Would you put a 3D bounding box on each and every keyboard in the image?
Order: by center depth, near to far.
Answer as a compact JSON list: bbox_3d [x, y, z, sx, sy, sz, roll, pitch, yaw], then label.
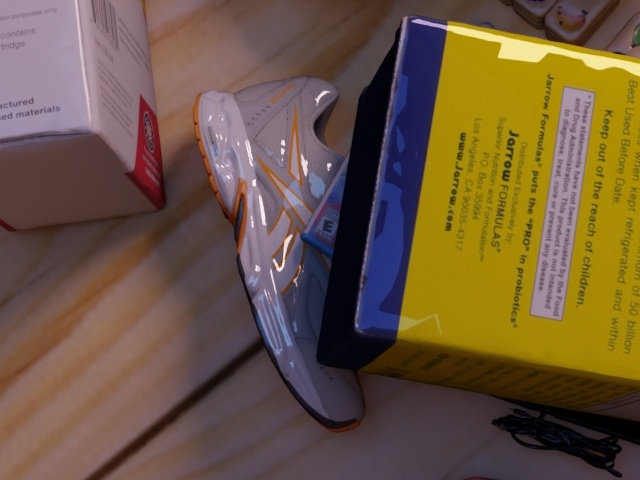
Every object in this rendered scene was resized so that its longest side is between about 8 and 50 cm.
[{"bbox_3d":[0.160,0.105,1.211,0.192,0.038,0.100,18,59,13],"label":"keyboard"}]

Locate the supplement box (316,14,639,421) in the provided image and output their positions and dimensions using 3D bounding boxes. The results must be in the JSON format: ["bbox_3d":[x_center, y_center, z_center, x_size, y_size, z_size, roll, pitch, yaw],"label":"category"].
[{"bbox_3d":[0.195,0.006,1.092,0.357,0.194,0.195,11,80,-5],"label":"supplement box"}]

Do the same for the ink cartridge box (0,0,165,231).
[{"bbox_3d":[-0.202,-0.180,1.219,0.131,0.226,0.306,-10,76,5],"label":"ink cartridge box"}]

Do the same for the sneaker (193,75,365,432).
[{"bbox_3d":[0.000,0.000,1.220,0.121,0.099,0.262,-18,78,0],"label":"sneaker"}]

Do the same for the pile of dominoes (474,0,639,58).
[{"bbox_3d":[0.219,-0.127,1.237,0.251,0.040,0.196,40,87,14],"label":"pile of dominoes"}]

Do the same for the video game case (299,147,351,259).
[{"bbox_3d":[0.076,-0.040,1.201,0.119,0.015,0.166,32,75,-9],"label":"video game case"}]

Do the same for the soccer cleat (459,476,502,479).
[{"bbox_3d":[0.109,0.280,1.155,0.095,0.083,0.248,-1,76,4],"label":"soccer cleat"}]
